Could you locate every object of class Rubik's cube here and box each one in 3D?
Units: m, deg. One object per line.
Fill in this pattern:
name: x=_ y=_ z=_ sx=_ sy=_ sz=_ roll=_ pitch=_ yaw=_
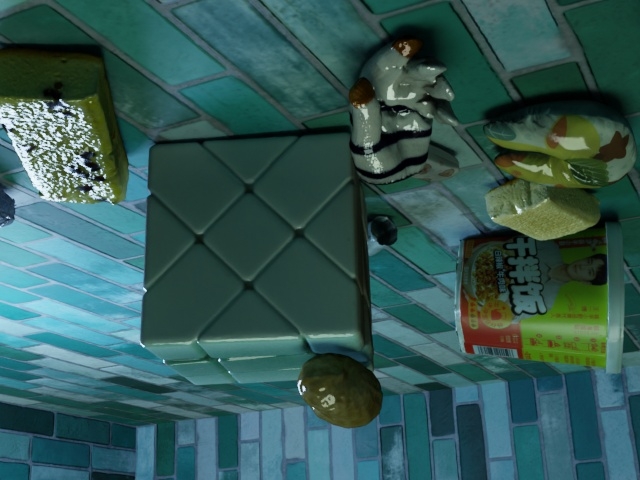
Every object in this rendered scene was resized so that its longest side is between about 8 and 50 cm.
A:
Rubik's cube: x=-0.085 y=0.041 z=1.487 sx=0.322 sy=0.318 sz=0.316 roll=-4 pitch=160 yaw=7

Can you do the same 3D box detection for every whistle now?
whistle: x=0.045 y=0.029 z=1.854 sx=0.062 sy=0.062 sz=0.312 roll=8 pitch=158 yaw=-27

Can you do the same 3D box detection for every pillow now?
pillow: x=0.356 y=-0.138 z=1.404 sx=0.214 sy=0.086 sz=0.233 roll=3 pitch=166 yaw=17

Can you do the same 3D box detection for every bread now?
bread: x=0.383 y=-0.058 z=1.636 sx=0.125 sy=0.068 sz=0.188 roll=-19 pitch=155 yaw=39
bread: x=-0.346 y=-0.140 z=1.298 sx=0.138 sy=0.077 sz=0.361 roll=0 pitch=161 yaw=-5

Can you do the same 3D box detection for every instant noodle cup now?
instant noodle cup: x=0.425 y=0.111 z=1.844 sx=0.308 sy=0.293 sz=0.294 roll=0 pitch=162 yaw=15

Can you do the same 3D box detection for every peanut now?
peanut: x=0.028 y=0.222 z=1.393 sx=0.108 sy=0.095 sz=0.226 roll=-11 pitch=159 yaw=12

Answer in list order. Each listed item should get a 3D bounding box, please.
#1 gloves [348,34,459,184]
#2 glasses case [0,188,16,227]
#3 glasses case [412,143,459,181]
gloves: x=0.100 y=-0.176 z=1.221 sx=0.140 sy=0.131 sz=0.218 roll=1 pitch=130 yaw=-4
glasses case: x=-0.579 y=-0.077 z=1.471 sx=0.109 sy=0.067 sz=0.282 roll=-10 pitch=158 yaw=13
glasses case: x=0.147 y=-0.125 z=1.455 sx=0.164 sy=0.041 sz=0.063 roll=16 pitch=154 yaw=-42
